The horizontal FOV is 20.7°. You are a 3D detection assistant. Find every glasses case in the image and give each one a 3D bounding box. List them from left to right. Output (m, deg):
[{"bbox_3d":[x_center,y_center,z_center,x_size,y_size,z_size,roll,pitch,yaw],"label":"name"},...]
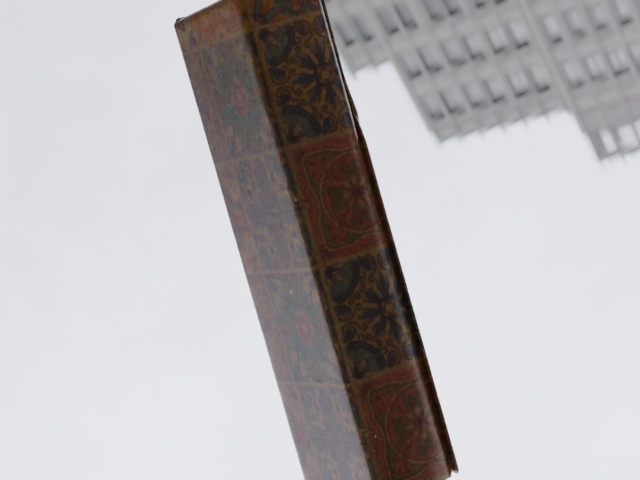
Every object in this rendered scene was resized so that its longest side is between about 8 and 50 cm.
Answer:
[{"bbox_3d":[0.000,0.000,0.750,0.049,0.218,0.075,-18,-176,-27],"label":"glasses case"}]
